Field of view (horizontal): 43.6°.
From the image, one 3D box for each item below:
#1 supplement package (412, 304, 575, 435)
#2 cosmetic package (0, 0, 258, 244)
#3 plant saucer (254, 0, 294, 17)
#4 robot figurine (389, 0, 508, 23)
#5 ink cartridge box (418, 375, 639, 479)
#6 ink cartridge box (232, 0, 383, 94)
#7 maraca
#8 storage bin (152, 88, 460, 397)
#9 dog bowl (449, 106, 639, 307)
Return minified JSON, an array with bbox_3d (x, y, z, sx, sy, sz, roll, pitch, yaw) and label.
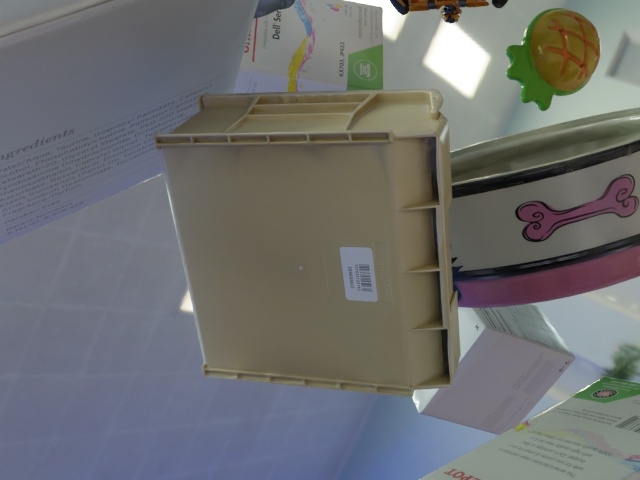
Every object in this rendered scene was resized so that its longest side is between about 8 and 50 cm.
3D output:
[{"bbox_3d":[0.270,0.196,1.353,0.203,0.149,0.194,20,-65,-27],"label":"supplement package"},{"bbox_3d":[-0.298,-0.254,0.853,0.327,0.329,0.394,-27,-12,-24],"label":"cosmetic package"},{"bbox_3d":[-0.233,-0.415,1.194,0.400,0.400,0.101,19,-82,-58],"label":"plant saucer"},{"bbox_3d":[0.162,-0.429,1.050,0.085,0.211,0.291,-60,-34,-60],"label":"robot figurine"},{"bbox_3d":[0.206,0.194,0.617,0.212,0.154,0.093,-20,-84,-22],"label":"ink cartridge box"},{"bbox_3d":[-0.066,-0.354,1.494,0.119,0.353,0.207,117,157,-62],"label":"ink cartridge box"},{"bbox_3d":[0.338,-0.266,1.166,0.185,0.099,0.127,-39,-83,-26],"label":"maraca"},{"bbox_3d":[0.000,0.000,0.766,0.123,0.260,0.262,-54,-39,-59],"label":"storage bin"},{"bbox_3d":[0.264,-0.043,0.968,0.408,0.408,0.150,-25,-76,-45],"label":"dog bowl"}]
